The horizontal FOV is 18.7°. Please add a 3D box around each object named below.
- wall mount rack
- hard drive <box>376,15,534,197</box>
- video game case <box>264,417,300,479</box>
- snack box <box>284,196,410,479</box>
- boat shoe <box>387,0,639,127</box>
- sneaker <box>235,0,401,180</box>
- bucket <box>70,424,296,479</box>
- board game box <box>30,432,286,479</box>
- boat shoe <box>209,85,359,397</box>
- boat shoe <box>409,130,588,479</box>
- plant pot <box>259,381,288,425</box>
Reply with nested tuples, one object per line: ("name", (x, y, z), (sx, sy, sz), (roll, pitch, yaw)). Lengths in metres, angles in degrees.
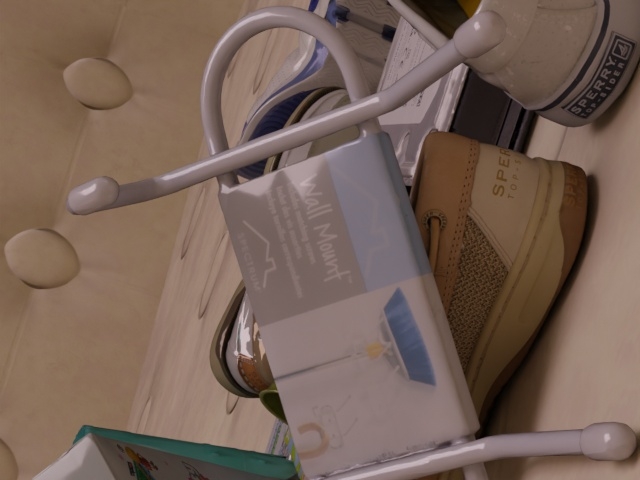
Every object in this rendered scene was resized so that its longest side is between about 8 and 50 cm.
("wall mount rack", (0.025, 0.030, 1.024), (0.304, 0.130, 0.350), (-20, 87, 34))
("hard drive", (0.108, -0.143, 1.447), (0.339, 0.064, 0.236), (-157, 85, -81))
("video game case", (-0.026, 0.176, 1.780), (0.143, 0.019, 0.157), (166, 122, -80))
("snack box", (0.043, 0.075, 1.366), (0.174, 0.070, 0.207), (-134, 62, -81))
("boat shoe", (0.063, -0.200, 1.213), (0.136, 0.156, 0.367), (-57, 29, 24))
("sneaker", (0.035, -0.195, 1.889), (0.315, 0.127, 0.182), (-61, 8, 22))
("bucket", (-0.143, 0.293, 1.649), (0.281, 0.183, 0.281), (-166, 90, -79))
("board game box", (-0.147, 0.244, 1.319), (0.224, 0.097, 0.303), (-38, -24, 12))
("boat shoe", (0.000, 0.000, 1.743), (0.103, 0.113, 0.302), (-8, 62, 58))
("boat shoe", (0.047, 0.084, 1.176), (0.121, 0.110, 0.341), (-88, 18, -62))
("plant pot", (0.006, 0.109, 1.552), (0.079, 0.083, 0.083), (-61, 4, -21))
